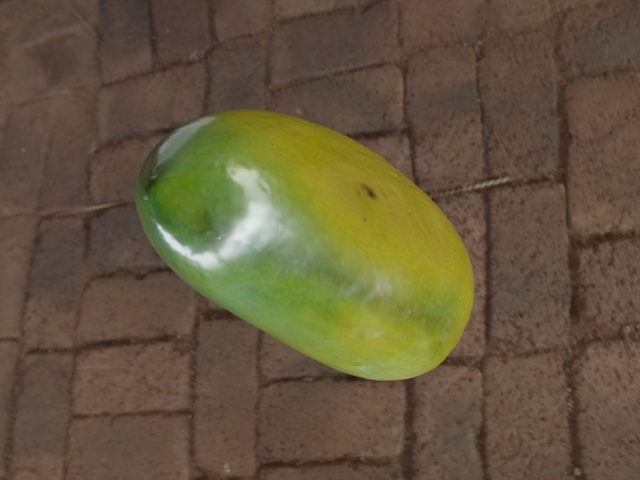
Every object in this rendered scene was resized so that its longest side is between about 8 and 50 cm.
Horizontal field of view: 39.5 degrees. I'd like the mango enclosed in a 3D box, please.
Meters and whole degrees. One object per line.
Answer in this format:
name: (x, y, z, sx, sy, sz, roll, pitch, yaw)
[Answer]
mango: (0.000, -0.004, 0.482, 0.091, 0.237, 0.137, -35, 43, 24)
